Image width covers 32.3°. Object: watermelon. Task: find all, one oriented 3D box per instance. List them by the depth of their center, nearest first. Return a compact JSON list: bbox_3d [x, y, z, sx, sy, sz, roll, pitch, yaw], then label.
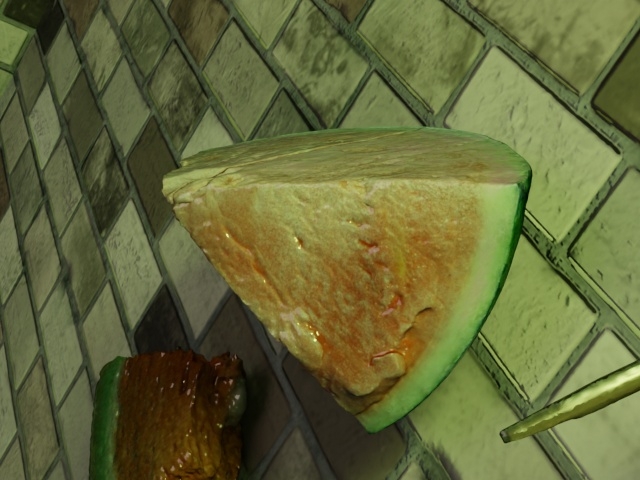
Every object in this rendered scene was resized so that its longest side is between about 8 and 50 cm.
[{"bbox_3d":[0.022,0.026,0.935,0.292,0.319,0.222,-45,-49,-75],"label":"watermelon"}]

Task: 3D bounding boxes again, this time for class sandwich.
[{"bbox_3d":[-0.159,0.216,1.157,0.212,0.109,0.292,-26,50,48],"label":"sandwich"}]

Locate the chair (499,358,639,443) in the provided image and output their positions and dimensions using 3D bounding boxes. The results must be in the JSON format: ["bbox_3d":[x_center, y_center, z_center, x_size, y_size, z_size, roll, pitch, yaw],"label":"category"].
[{"bbox_3d":[0.261,0.124,0.532,0.272,0.166,0.188,-30,37,-2],"label":"chair"}]
